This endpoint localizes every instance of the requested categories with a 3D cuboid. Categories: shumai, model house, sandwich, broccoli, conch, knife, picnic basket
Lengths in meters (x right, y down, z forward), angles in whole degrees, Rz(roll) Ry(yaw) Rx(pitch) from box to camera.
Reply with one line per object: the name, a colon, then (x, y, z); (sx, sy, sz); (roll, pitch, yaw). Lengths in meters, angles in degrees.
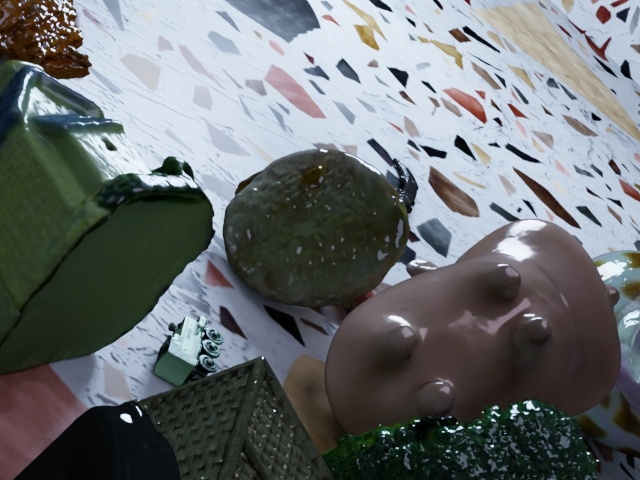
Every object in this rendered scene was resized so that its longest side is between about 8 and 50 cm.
shumai: (0.000, 0.000, 1.450); (0.201, 0.201, 0.120); (59, -10, 32)
model house: (-0.215, -0.033, 1.094); (0.189, 0.214, 0.195); (48, 29, 15)
sandwich: (-0.332, -0.220, 1.361); (0.184, 0.109, 0.160); (-5, 72, -59)
broccoli: (0.116, 0.259, 1.138); (0.254, 0.269, 0.269); (-2, 36, -4)
conch: (0.379, 0.136, 1.670); (0.249, 0.197, 0.368); (58, 32, -1)
knife: (0.107, -0.053, 1.784); (0.045, 0.021, 0.222); (37, 22, -11)
picnic basket: (-0.092, 0.203, 0.963); (0.134, 0.154, 0.196); (60, 19, -22)

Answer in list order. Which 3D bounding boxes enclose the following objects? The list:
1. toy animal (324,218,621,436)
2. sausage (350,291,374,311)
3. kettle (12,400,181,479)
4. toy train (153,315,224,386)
toy animal: (0.153, 0.109, 1.359); (0.326, 0.269, 0.237); (-21, 82, -15)
sausage: (0.013, 0.019, 1.532); (0.034, 0.034, 0.253); (5, 45, -51)
kettle: (-0.141, 0.264, 0.624); (0.203, 0.308, 0.262); (40, 26, -6)
toy train: (-0.117, 0.098, 1.229); (0.053, 0.033, 0.083); (31, 27, -14)
